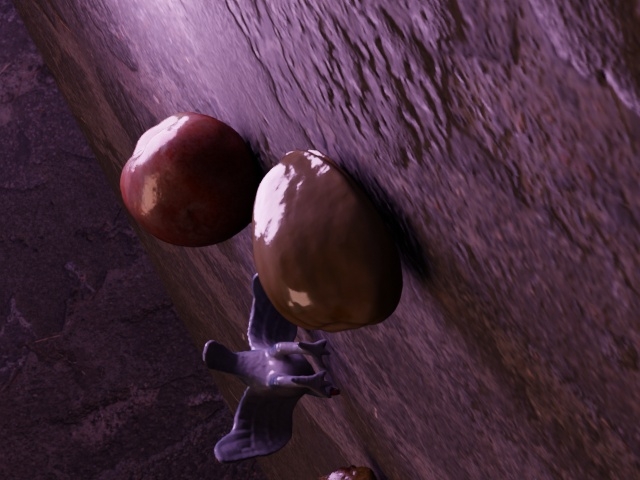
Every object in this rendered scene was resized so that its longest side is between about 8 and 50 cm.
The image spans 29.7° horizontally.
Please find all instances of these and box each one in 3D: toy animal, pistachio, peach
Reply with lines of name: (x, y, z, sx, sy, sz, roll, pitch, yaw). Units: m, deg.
toy animal: (-0.060, 0.171, 1.495, 0.255, 0.239, 0.176, 21, 156, -32)
pistachio: (0.000, 0.000, 0.960, 0.185, 0.108, 0.126, -122, 37, -45)
peach: (-0.128, -0.066, 1.294, 0.152, 0.152, 0.152, 56, 167, 19)

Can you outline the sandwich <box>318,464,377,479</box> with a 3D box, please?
sandwich: (0.080, 0.473, 1.606, 0.288, 0.100, 0.254, -106, 1, -51)
